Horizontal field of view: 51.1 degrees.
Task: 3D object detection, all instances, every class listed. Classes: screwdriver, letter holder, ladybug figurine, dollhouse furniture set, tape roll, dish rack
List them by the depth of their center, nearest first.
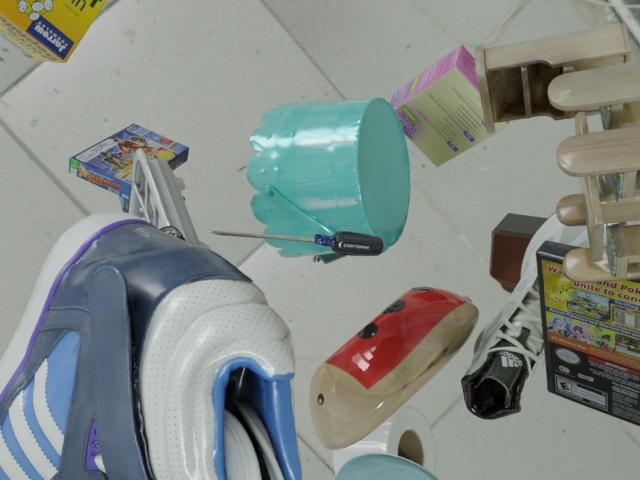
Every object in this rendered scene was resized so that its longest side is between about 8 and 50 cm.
[{"bbox_3d":[-0.018,-0.004,0.629,0.169,0.024,0.025,9,131,-22],"label":"screwdriver"},{"bbox_3d":[0.260,-0.099,0.723,0.160,0.212,0.242,-6,58,18],"label":"dollhouse furniture set"},{"bbox_3d":[-0.252,0.050,1.082,0.072,0.286,0.333,-5,135,-28],"label":"dish rack"},{"bbox_3d":[0.144,0.238,1.384,0.449,0.305,0.162,-36,80,-26],"label":"ladybug figurine"},{"bbox_3d":[0.551,0.076,1.526,0.301,0.152,0.215,9,112,26],"label":"letter holder"},{"bbox_3d":[0.169,0.561,1.750,0.246,0.169,0.246,22,62,-47],"label":"tape roll"}]

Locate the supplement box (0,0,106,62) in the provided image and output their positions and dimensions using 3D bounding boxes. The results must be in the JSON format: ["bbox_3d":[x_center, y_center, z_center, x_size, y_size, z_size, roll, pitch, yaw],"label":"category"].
[{"bbox_3d":[-0.580,-0.593,1.463,0.194,0.195,0.357,38,75,-45],"label":"supplement box"}]

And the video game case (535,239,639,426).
[{"bbox_3d":[0.400,0.134,0.802,0.035,0.274,0.248,-40,129,-33],"label":"video game case"}]

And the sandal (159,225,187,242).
[{"bbox_3d":[-0.171,0.035,0.828,0.067,0.040,0.179,-36,54,-14],"label":"sandal"}]

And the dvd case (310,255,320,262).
[{"bbox_3d":[-0.018,-0.082,1.595,0.018,0.221,0.165,3,133,-38],"label":"dvd case"}]

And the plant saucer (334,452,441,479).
[{"bbox_3d":[0.110,0.350,0.870,0.037,0.194,0.195,-34,100,-53],"label":"plant saucer"}]

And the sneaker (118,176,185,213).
[{"bbox_3d":[-0.379,-0.039,1.613,0.139,0.341,0.125,-19,68,-10],"label":"sneaker"}]

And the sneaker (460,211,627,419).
[{"bbox_3d":[0.391,0.154,1.181,0.169,0.257,0.448,28,122,10],"label":"sneaker"}]

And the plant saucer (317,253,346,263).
[{"bbox_3d":[0.000,0.000,1.460,0.067,0.192,0.018,-21,57,14],"label":"plant saucer"}]

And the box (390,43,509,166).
[{"bbox_3d":[0.339,-0.349,1.767,0.213,0.243,0.117,40,44,-20],"label":"box"}]

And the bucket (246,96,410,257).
[{"bbox_3d":[0.026,-0.103,1.107,0.183,0.281,0.281,-2,92,27],"label":"bucket"}]

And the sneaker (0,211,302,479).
[{"bbox_3d":[-0.129,0.158,0.455,0.130,0.236,0.323,10,106,-51],"label":"sneaker"}]

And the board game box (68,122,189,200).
[{"bbox_3d":[-0.365,-0.157,1.295,0.136,0.201,0.035,25,125,10],"label":"board game box"}]
